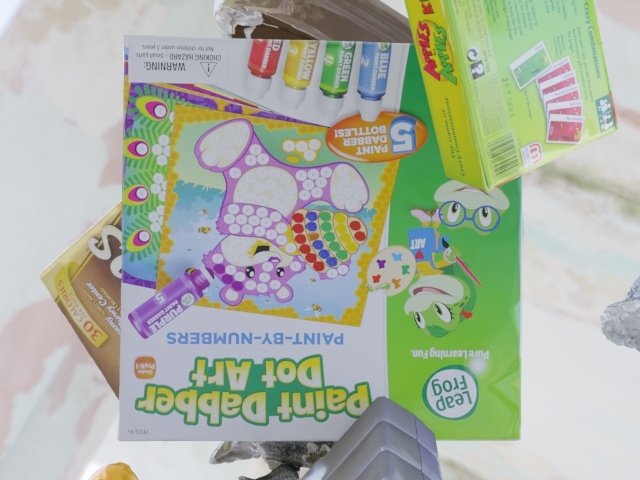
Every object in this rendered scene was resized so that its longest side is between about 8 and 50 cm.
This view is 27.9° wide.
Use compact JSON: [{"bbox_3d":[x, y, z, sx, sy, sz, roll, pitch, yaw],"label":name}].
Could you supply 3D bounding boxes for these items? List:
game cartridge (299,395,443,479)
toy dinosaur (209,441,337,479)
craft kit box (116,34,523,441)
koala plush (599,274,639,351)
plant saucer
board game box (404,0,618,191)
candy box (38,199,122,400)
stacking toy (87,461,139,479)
[{"bbox_3d":[-0.054,0.266,0.709,0.068,0.355,0.230,38,15,-6],"label":"game cartridge"},{"bbox_3d":[0.018,0.191,1.218,0.313,0.121,0.160,4,19,23],"label":"toy dinosaur"},{"bbox_3d":[0.000,0.000,0.799,0.250,0.247,0.061,0,2,-5],"label":"craft kit box"},{"bbox_3d":[0.389,0.072,1.223,0.221,0.203,0.196,4,15,31],"label":"koala plush"},{"bbox_3d":[0.026,-0.129,1.011,0.278,0.041,0.278,31,-8,5],"label":"plant saucer"},{"bbox_3d":[0.094,-0.128,0.680,0.043,0.092,0.181,28,-42,58],"label":"board game box"},{"bbox_3d":[-0.120,0.020,1.282,0.316,0.087,0.183,-37,-97,31],"label":"candy box"},{"bbox_3d":[-0.226,0.316,1.045,0.175,0.302,0.166,25,-3,41],"label":"stacking toy"}]
